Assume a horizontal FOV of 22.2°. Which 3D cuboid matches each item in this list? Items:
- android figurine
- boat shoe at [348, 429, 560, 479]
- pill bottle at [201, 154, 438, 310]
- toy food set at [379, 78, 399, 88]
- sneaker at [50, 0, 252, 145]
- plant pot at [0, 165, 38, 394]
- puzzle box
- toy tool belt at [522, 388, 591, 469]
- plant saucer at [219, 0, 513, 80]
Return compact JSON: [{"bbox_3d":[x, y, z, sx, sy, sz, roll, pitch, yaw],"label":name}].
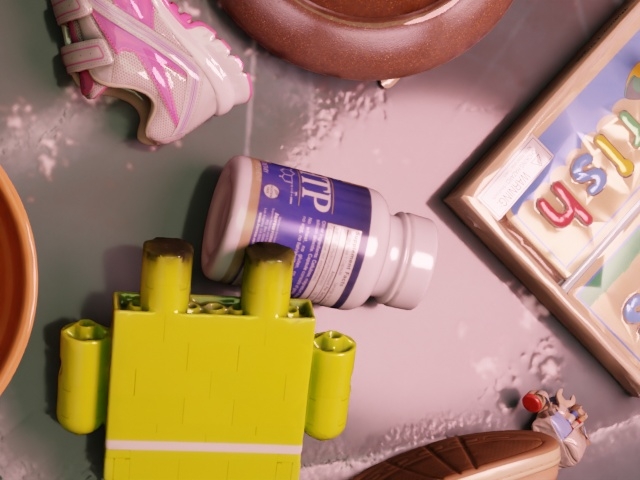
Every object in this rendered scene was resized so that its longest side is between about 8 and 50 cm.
[{"bbox_3d":[-0.095,0.129,1.368,0.248,0.056,0.273,1,113,-9],"label":"android figurine"},{"bbox_3d":[0.059,0.265,1.425,0.341,0.121,0.110,-22,99,-4],"label":"boat shoe"},{"bbox_3d":[0.000,0.000,1.412,0.187,0.112,0.112,14,85,-15],"label":"pill bottle"},{"bbox_3d":[0.034,-0.239,1.466,0.192,0.038,0.132,42,79,-10],"label":"toy food set"},{"bbox_3d":[-0.177,-0.180,1.375,0.252,0.103,0.111,46,76,-9],"label":"sneaker"},{"bbox_3d":[-0.375,0.032,1.264,0.291,0.203,0.291,1,88,-16],"label":"plant pot"},{"bbox_3d":[0.344,-0.086,1.539,0.272,0.052,0.409,45,78,-10],"label":"puzzle box"},{"bbox_3d":[0.220,0.165,1.505,0.051,0.052,0.083,-39,103,-44],"label":"toy tool belt"},{"bbox_3d":[0.041,-0.296,1.434,0.311,0.050,0.310,1,83,-5],"label":"plant saucer"}]
